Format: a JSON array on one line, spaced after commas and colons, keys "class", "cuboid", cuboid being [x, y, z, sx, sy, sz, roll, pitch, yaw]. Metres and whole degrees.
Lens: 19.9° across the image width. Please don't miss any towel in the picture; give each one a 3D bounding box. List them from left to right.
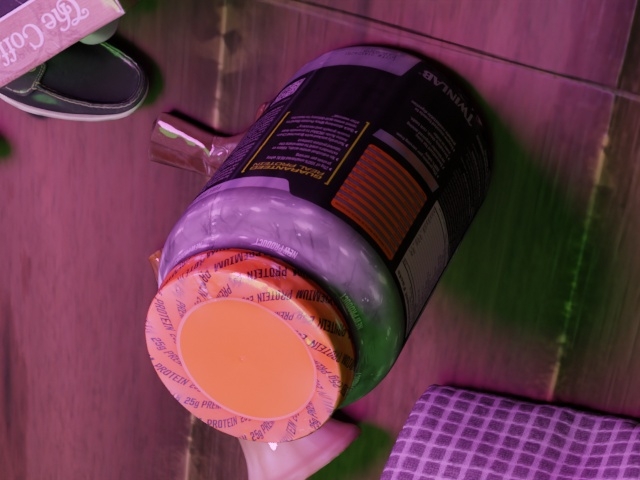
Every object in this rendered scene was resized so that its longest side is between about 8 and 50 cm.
[{"class": "towel", "cuboid": [0.158, 0.241, 1.515, 0.235, 0.283, 0.121, 10, 125, 17]}]

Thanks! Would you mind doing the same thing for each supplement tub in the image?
[{"class": "supplement tub", "cuboid": [0.000, 0.000, 1.399, 0.194, 0.316, 0.193, 13, 126, 18]}]

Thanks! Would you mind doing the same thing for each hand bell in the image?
[{"class": "hand bell", "cuboid": [-0.080, 0.109, 1.671, 0.126, 0.126, 0.242, -32, 92, 37]}]

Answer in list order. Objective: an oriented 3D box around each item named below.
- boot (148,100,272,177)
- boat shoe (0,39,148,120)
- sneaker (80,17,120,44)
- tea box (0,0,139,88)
[{"class": "boot", "cuboid": [-0.096, -0.093, 1.564, 0.114, 0.037, 0.106, 25, 127, 14]}, {"class": "boat shoe", "cuboid": [-0.253, -0.160, 1.524, 0.233, 0.084, 0.079, 21, 172, -12]}, {"class": "sneaker", "cuboid": [-0.287, -0.267, 1.492, 0.147, 0.104, 0.295, -29, 101, 39]}, {"class": "tea box", "cuboid": [-0.293, -0.262, 1.274, 0.329, 0.220, 0.323, -23, 109, 34]}]
